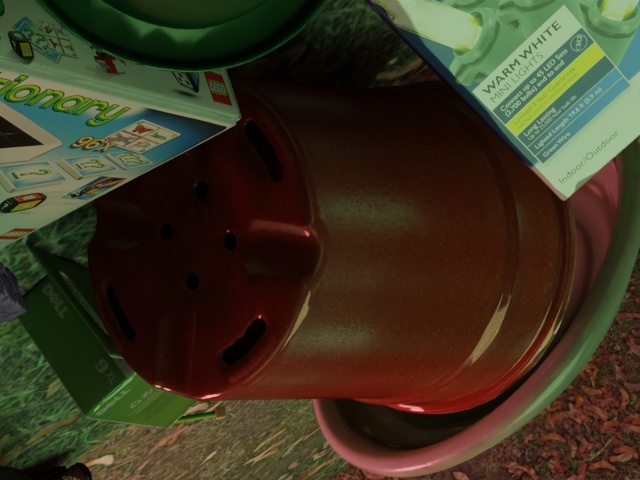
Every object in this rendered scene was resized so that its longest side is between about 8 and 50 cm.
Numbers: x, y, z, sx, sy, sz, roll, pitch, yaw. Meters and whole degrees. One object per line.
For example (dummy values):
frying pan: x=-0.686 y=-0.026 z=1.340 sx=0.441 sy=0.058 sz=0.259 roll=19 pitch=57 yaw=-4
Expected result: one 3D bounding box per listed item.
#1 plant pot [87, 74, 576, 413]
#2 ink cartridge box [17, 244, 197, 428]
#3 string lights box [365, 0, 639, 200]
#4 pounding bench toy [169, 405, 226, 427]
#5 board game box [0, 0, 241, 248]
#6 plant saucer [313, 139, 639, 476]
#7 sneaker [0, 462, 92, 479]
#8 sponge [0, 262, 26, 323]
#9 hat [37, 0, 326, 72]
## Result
plant pot: x=0.000 y=0.000 z=0.691 sx=0.265 sy=0.272 sz=0.272 roll=3 pitch=135 yaw=-51
ink cartridge box: x=-0.167 y=0.082 z=0.757 sx=0.062 sy=0.109 sz=0.209 roll=-41 pitch=161 yaw=2
string lights box: x=0.093 y=-0.156 z=0.523 sx=0.133 sy=0.077 sz=0.260 roll=-44 pitch=118 yaw=13
pounding bench toy: x=-0.148 y=0.172 z=1.036 sx=0.065 sy=0.083 sz=0.052 roll=-34 pitch=161 yaw=-16
board game box: x=-0.194 y=-0.050 z=0.403 sx=0.193 sy=0.053 sz=0.305 roll=-24 pitch=168 yaw=24
plant saucer: x=0.156 y=0.050 z=0.915 sx=0.400 sy=0.100 sz=0.400 roll=-42 pitch=-153 yaw=27
sneaker: x=-0.291 y=0.260 z=0.978 sx=0.162 sy=0.106 sz=0.281 roll=-32 pitch=170 yaw=-41
sponge: x=-0.234 y=0.029 z=0.515 sx=0.117 sy=0.031 sz=0.210 roll=-15 pitch=170 yaw=-10
hat: x=-0.014 y=-0.135 z=0.323 sx=0.173 sy=0.183 sz=0.208 roll=29 pitch=83 yaw=-32
